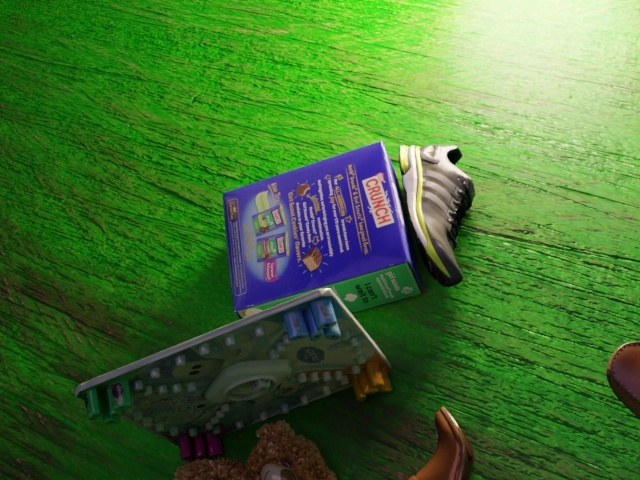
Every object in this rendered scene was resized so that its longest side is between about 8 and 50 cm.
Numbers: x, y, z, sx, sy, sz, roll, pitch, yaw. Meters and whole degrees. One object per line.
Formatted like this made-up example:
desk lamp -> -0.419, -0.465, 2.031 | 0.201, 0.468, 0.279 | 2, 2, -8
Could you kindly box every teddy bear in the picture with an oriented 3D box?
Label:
teddy bear -> -0.135, 0.437, 1.518 | 0.338, 0.113, 0.245 | -25, 67, 6

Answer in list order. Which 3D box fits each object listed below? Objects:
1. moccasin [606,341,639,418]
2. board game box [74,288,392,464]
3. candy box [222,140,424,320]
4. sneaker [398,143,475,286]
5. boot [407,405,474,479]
moccasin -> 0.576, 0.245, 1.349 | 0.380, 0.147, 0.139 | 33, 77, 34
board game box -> -0.107, 0.226, 1.483 | 0.390, 0.390, 0.050 | -22, 63, 8
candy box -> 0.000, 0.000, 1.741 | 0.317, 0.122, 0.268 | -17, 55, 12
sneaker -> 0.215, -0.058, 1.703 | 0.121, 0.111, 0.300 | -14, 58, 8
boot -> 0.165, 0.362, 1.489 | 0.152, 0.073, 0.197 | -25, 52, 11
